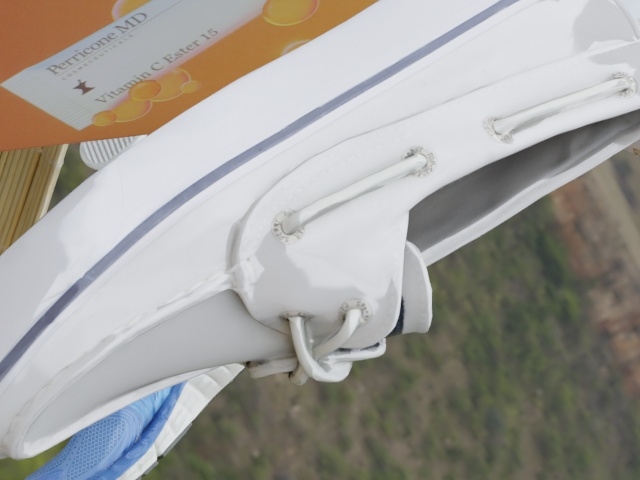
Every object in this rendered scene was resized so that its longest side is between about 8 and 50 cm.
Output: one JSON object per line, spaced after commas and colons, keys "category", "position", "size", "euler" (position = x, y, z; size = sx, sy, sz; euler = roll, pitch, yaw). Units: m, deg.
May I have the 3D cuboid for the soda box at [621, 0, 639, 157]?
{"category": "soda box", "position": [0.289, -0.182, 1.541], "size": [0.069, 0.074, 0.216], "euler": [31, -29, 48]}

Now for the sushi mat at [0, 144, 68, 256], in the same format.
{"category": "sushi mat", "position": [-0.193, -0.075, 0.999], "size": [0.019, 0.316, 0.151], "euler": [1, 28, -45]}

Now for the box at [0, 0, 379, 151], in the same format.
{"category": "box", "position": [-0.033, -0.181, 0.766], "size": [0.215, 0.345, 0.168], "euler": [102, -24, -58]}

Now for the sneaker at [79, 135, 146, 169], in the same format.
{"category": "sneaker", "position": [-0.166, -0.110, 1.526], "size": [0.051, 0.134, 0.070], "euler": [29, -16, 16]}

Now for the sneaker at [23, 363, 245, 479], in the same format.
{"category": "sneaker", "position": [-0.182, 0.129, 1.615], "size": [0.147, 0.330, 0.130], "euler": [43, -8, -6]}

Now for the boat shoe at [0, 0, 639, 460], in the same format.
{"category": "boat shoe", "position": [0.000, 0.000, 0.526], "size": [0.088, 0.267, 0.096], "euler": [51, -22, 15]}
